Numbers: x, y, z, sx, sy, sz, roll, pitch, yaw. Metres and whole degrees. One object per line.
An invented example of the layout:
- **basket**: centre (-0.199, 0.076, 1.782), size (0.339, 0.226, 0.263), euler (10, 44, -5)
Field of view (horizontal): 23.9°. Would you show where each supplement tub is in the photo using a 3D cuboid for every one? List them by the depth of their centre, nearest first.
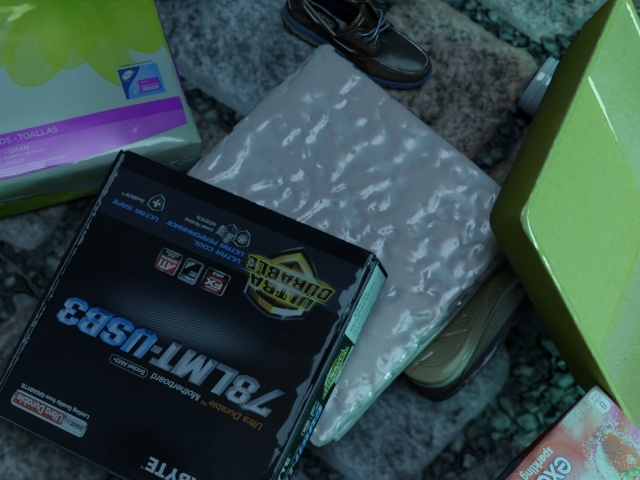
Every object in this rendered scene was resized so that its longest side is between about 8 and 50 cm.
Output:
- **supplement tub**: centre (0.282, -0.150, 1.694), size (0.107, 0.071, 0.071), euler (35, 67, 6)

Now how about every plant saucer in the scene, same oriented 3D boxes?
- **plant saucer**: centre (0.284, -0.024, 1.538), size (0.081, 0.332, 0.332), euler (-3, 44, 37)

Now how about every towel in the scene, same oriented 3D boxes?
- **towel**: centre (0.000, 0.000, 1.546), size (0.317, 0.053, 0.332), euler (41, 78, 20)

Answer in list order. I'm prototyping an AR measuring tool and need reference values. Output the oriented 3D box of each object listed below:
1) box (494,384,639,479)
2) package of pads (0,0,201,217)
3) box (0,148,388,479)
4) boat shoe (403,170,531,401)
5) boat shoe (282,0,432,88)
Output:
- **box**: centre (0.203, 0.294, 1.418), size (0.154, 0.142, 0.300), euler (46, 49, 10)
- **package of pads**: centre (-0.297, -0.155, 1.587), size (0.297, 0.101, 0.229), euler (-15, 72, -15)
- **box**: centre (-0.128, 0.097, 1.462), size (0.296, 0.073, 0.293), euler (24, 78, 18)
- **boat shoe**: centre (0.175, 0.044, 1.589), size (0.103, 0.092, 0.285), euler (25, 68, 22)
- **boat shoe**: centre (0.043, -0.230, 1.689), size (0.183, 0.066, 0.066), euler (25, 67, 1)
